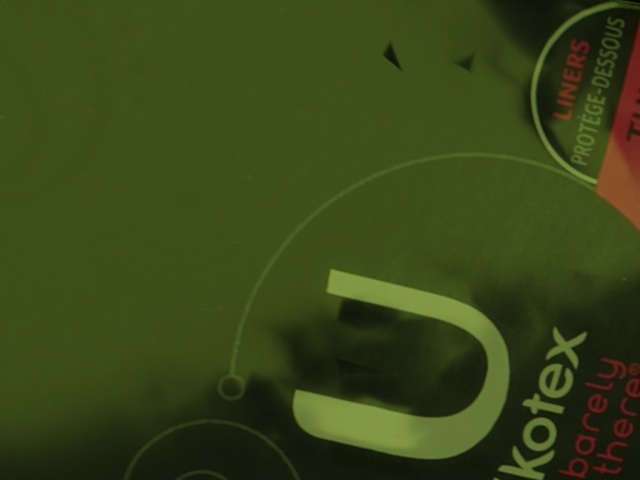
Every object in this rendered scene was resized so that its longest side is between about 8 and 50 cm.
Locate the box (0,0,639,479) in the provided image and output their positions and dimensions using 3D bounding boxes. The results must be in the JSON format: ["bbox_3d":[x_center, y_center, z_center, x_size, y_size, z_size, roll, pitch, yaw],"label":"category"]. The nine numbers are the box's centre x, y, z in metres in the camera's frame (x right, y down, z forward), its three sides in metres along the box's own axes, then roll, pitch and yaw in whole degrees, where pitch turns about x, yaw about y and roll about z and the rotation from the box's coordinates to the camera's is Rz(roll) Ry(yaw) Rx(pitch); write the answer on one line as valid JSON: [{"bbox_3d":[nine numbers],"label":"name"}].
[{"bbox_3d":[0.000,0.000,0.465,0.270,0.143,0.165,13,99,-8],"label":"box"}]
